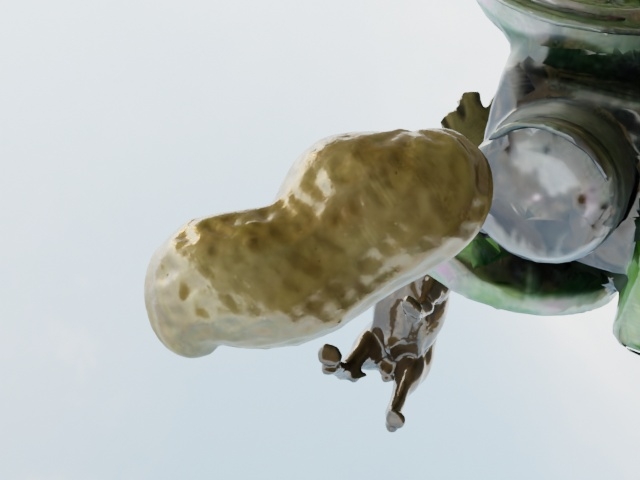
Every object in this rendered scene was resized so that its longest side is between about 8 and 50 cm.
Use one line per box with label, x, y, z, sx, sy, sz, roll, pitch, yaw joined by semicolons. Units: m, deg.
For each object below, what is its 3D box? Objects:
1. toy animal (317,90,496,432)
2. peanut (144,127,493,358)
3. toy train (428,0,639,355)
toy animal;0.066;0.007;0.940;0.093;0.214;0.186;22;-148;18
peanut;0.000;0.000;0.403;0.113;0.054;0.054;-27;-109;-8
toy train;0.191;-0.050;0.655;0.248;0.174;0.307;18;-154;18
